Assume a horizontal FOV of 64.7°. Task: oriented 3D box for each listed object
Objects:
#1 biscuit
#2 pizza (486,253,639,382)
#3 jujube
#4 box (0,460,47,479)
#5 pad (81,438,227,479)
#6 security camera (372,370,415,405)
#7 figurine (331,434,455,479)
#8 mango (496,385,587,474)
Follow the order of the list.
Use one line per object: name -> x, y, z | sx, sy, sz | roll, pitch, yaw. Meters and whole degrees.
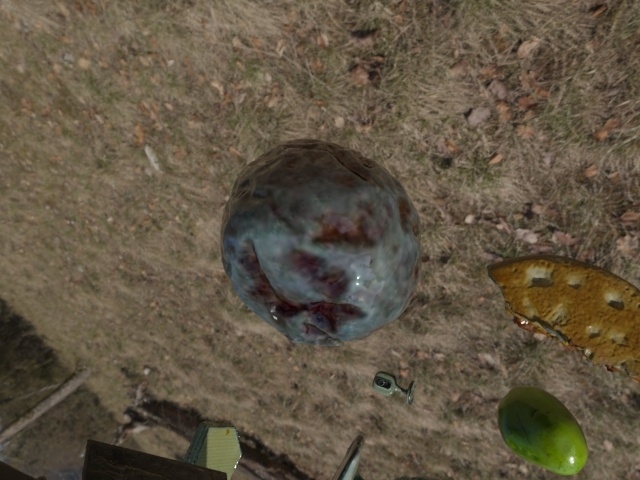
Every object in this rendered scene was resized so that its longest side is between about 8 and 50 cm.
biscuit -> -0.245, 0.501, 1.066 | 0.046, 0.147, 0.250 | 20, 87, 36
pizza -> 0.316, 0.088, 0.604 | 0.246, 0.127, 0.058 | 18, 159, 23
jujube -> 0.004, -0.008, 0.609 | 0.246, 0.215, 0.308 | 41, -172, -26
box -> -0.520, 0.416, 0.559 | 0.204, 0.251, 0.345 | 38, 180, -14
pad -> -0.201, 0.432, 0.652 | 0.248, 0.007, 0.367 | 30, -164, -29
security camera -> 0.159, 0.323, 1.113 | 0.092, 0.058, 0.058 | 9, 126, 22
figurine -> 0.150, 0.427, 0.653 | 0.340, 0.231, 0.323 | 28, 177, 13
mango -> 0.353, 0.297, 0.810 | 0.163, 0.089, 0.117 | 171, 104, -69
